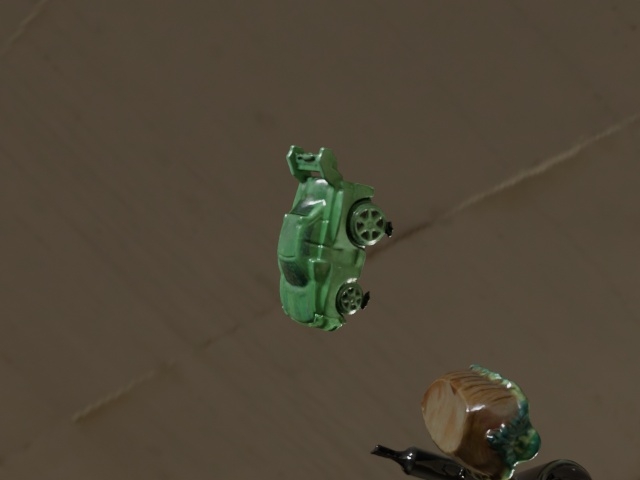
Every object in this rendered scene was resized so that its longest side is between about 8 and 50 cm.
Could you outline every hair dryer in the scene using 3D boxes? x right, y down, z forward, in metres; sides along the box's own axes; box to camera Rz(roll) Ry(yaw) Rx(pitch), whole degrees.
[{"bbox_3d":[0.180,0.267,1.688,0.248,0.078,0.195,17,-23,-13],"label":"hair dryer"}]

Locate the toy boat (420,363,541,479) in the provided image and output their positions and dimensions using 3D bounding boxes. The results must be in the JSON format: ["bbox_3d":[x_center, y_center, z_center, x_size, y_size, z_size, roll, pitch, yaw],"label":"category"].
[{"bbox_3d":[0.162,0.185,1.613,0.099,0.108,0.293,13,3,-4],"label":"toy boat"}]

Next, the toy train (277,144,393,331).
[{"bbox_3d":[0.000,0.000,1.305,0.081,0.149,0.099,18,-3,-31],"label":"toy train"}]
